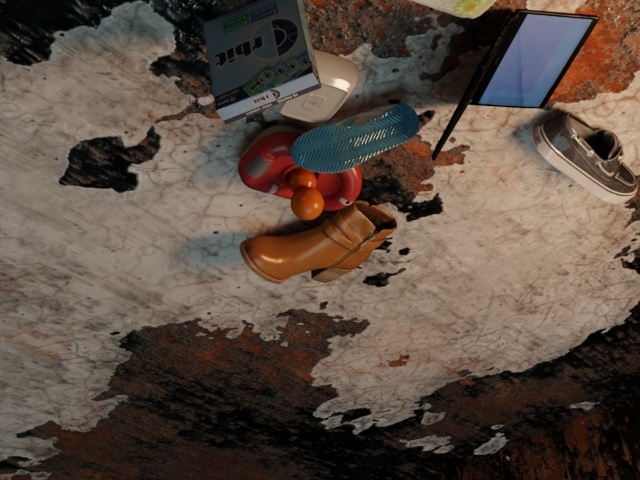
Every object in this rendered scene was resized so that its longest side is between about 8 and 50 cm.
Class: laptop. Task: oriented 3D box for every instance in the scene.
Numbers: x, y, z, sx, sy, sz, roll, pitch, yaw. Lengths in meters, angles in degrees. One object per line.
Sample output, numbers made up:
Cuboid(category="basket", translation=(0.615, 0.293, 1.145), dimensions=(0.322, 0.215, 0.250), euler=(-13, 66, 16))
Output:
Cuboid(category="laptop", translation=(0.328, -0.258, 1.757), dimensions=(0.136, 0.264, 0.234), euler=(29, 141, 5))

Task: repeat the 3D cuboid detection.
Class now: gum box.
Cuboid(category="gum box", translation=(-0.090, -0.279, 1.553), dimensions=(0.157, 0.184, 0.041), euler=(-19, 146, 12))

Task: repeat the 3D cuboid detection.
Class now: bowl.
Cuboid(category="bowl", translation=(-0.016, -0.251, 1.741), dimensions=(0.142, 0.053, 0.142), euler=(13, 139, -30))

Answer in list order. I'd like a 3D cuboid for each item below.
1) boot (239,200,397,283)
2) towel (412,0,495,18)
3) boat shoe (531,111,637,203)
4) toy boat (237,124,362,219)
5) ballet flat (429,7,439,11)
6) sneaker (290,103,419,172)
Cuboid(category="boot", translation=(0.000, 0.000, 2.068), dimensions=(0.283, 0.109, 0.220), euler=(16, 139, -39))
Cuboid(category="towel", translation=(0.146, -0.445, 1.333), dimensions=(0.374, 0.090, 0.320), euler=(13, 144, -29))
Cuboid(category="boat shoe", translation=(0.539, -0.165, 2.002), dimensions=(0.301, 0.108, 0.102), euler=(26, 133, -34))
Cuboid(category="toy boat", translation=(-0.029, -0.102, 1.869), dimensions=(0.231, 0.151, 0.151), euler=(14, 139, -34))
Cuboid(category="ballet flat", translation=(0.181, -0.411, 1.554), dimensions=(0.070, 0.070, 0.188), euler=(-12, 144, 0))
Cuboid(category="sneaker", translation=(0.056, -0.176, 1.810), dimensions=(0.228, 0.087, 0.092), euler=(-17, -170, -9))
